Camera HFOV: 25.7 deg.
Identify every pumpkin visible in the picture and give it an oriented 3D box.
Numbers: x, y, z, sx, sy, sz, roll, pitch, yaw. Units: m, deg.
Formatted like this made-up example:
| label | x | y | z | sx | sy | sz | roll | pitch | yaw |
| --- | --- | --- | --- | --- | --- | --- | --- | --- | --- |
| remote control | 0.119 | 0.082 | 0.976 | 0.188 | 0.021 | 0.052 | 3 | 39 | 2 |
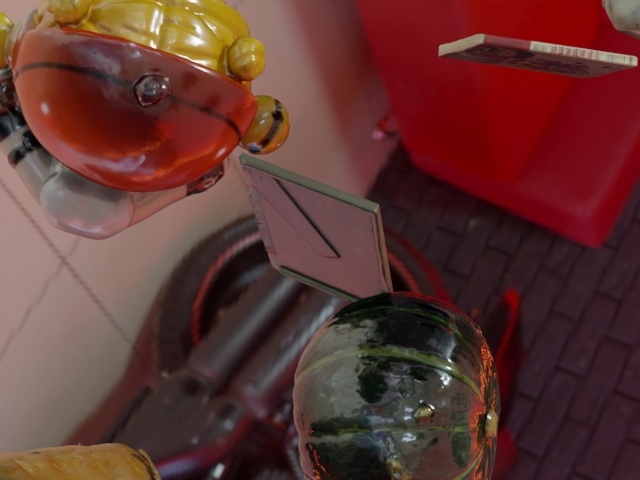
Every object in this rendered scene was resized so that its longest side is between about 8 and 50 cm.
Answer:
| label | x | y | z | sx | sy | sz | roll | pitch | yaw |
| --- | --- | --- | --- | --- | --- | --- | --- | --- | --- |
| pumpkin | 0.104 | 0.224 | 1.768 | 0.323 | 0.241 | 0.323 | -7 | 90 | -71 |

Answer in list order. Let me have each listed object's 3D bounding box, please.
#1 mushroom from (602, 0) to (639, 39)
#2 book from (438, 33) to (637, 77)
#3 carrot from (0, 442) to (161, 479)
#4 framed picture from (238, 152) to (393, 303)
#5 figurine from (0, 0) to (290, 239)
| label | x | y | z | sx | sy | sz | roll | pitch | yaw |
| --- | --- | --- | --- | --- | --- | --- | --- | --- | --- |
| mushroom | 0.356 | -0.285 | 1.290 | 0.243 | 0.243 | 0.244 | -43 | 145 | -41 |
| book | 0.299 | -0.256 | 1.947 | 0.162 | 0.231 | 0.022 | -173 | -90 | -72 |
| carrot | -0.355 | 0.355 | 1.626 | 0.340 | 0.224 | 0.224 | -3 | 112 | -54 |
| framed picture | 0.000 | 0.000 | 1.876 | 0.019 | 0.208 | 0.281 | -58 | 158 | -25 |
| figurine | -0.175 | -0.127 | 1.270 | 0.323 | 0.320 | 0.196 | 130 | -29 | -59 |
